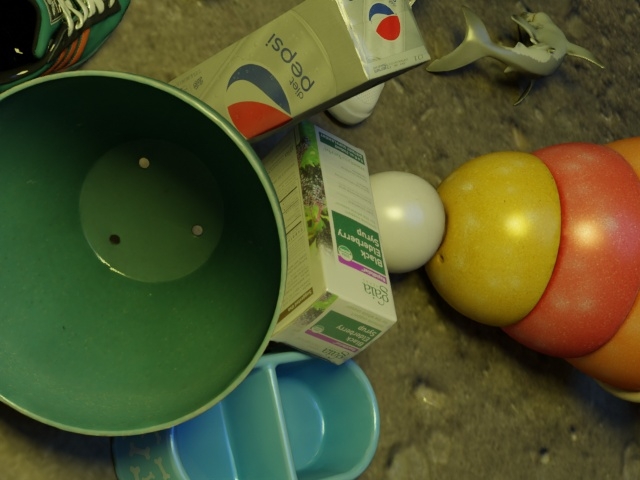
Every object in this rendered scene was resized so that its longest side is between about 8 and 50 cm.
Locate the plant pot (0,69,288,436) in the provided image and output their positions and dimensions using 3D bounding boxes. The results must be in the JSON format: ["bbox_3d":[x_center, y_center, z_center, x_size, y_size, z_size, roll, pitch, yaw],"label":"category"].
[{"bbox_3d":[-0.165,-0.006,0.937,0.290,0.290,0.195,59,10,-10],"label":"plant pot"}]

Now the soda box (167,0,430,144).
[{"bbox_3d":[-0.037,-0.158,1.065,0.098,0.286,0.091,-25,94,-44],"label":"soda box"}]

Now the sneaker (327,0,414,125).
[{"bbox_3d":[0.078,-0.292,1.306,0.108,0.169,0.292,22,63,-38],"label":"sneaker"}]

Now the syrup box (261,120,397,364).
[{"bbox_3d":[0.000,0.000,1.128,0.093,0.096,0.237,24,39,-32],"label":"syrup box"}]

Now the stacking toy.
[{"bbox_3d":[0.241,-0.006,1.317,0.480,0.350,0.350,11,67,-21],"label":"stacking toy"}]

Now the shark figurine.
[{"bbox_3d":[0.278,-0.240,1.528,0.166,0.116,0.278,41,33,19],"label":"shark figurine"}]

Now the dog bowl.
[{"bbox_3d":[-0.058,0.186,1.074,0.297,0.074,0.166,-4,78,-43],"label":"dog bowl"}]

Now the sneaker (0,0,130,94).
[{"bbox_3d":[-0.255,-0.199,0.993,0.108,0.121,0.302,55,47,-14],"label":"sneaker"}]
